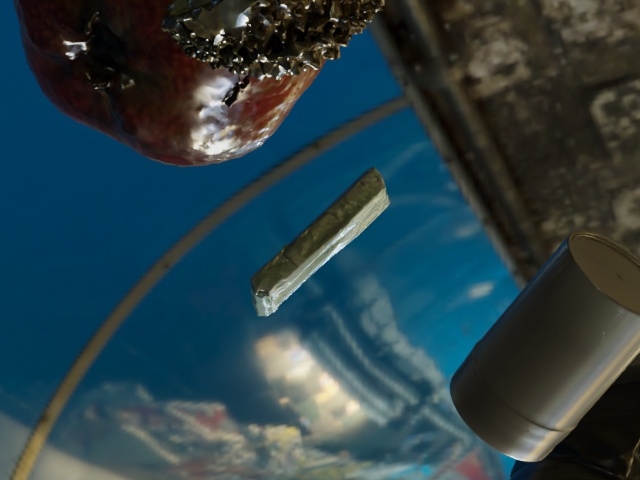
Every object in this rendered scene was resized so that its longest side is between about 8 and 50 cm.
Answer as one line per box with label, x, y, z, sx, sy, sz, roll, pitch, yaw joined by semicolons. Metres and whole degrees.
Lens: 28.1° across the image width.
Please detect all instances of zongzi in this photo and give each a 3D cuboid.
zongzi;0.282;0.388;1.322;0.432;0.208;0.403;-40;-61;-40

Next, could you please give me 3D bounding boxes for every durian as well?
durian;-0.032;-0.209;0.861;0.167;0.196;0.196;-98;-16;-51

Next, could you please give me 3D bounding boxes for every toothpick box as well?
toothpick box;0.201;0.092;1.089;0.111;0.181;0.111;25;-150;-16

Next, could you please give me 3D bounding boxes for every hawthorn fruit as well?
hawthorn fruit;-0.108;-0.250;1.169;0.369;0.284;0.285;-63;-39;-33

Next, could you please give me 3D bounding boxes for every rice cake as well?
rice cake;0.000;0.000;1.529;0.040;0.226;0.085;43;162;15
